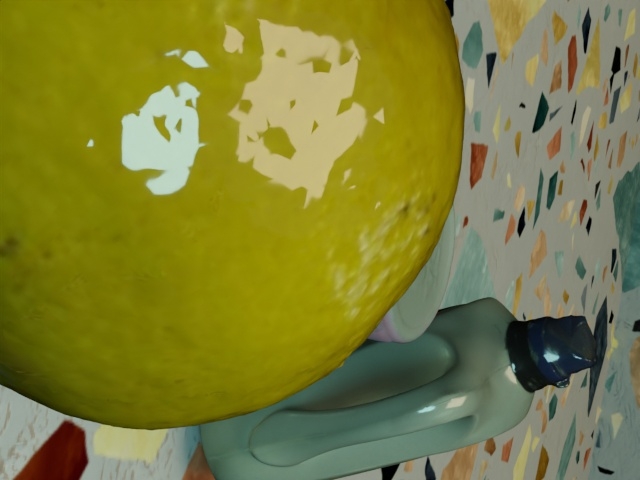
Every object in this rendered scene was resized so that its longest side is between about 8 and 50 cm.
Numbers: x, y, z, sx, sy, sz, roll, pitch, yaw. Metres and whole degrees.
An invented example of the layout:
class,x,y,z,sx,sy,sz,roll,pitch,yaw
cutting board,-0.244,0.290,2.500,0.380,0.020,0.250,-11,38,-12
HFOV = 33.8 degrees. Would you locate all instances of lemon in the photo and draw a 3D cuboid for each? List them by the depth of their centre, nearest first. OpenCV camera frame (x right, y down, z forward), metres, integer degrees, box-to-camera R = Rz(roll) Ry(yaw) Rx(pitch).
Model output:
class,x,y,z,sx,sy,sz,roll,pitch,yaw
lemon,-0.075,-0.062,0.482,0.297,0.297,0.297,-31,126,-56

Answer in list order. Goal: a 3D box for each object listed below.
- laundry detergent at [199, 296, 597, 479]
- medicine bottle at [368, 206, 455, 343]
class,x,y,z,sx,sy,sz,roll,pitch,yaw
laundry detergent,0.068,0.114,0.805,0.215,0.280,0.105,-14,88,-59
medicine bottle,0.000,0.000,0.765,0.135,0.168,0.135,-33,128,-56
